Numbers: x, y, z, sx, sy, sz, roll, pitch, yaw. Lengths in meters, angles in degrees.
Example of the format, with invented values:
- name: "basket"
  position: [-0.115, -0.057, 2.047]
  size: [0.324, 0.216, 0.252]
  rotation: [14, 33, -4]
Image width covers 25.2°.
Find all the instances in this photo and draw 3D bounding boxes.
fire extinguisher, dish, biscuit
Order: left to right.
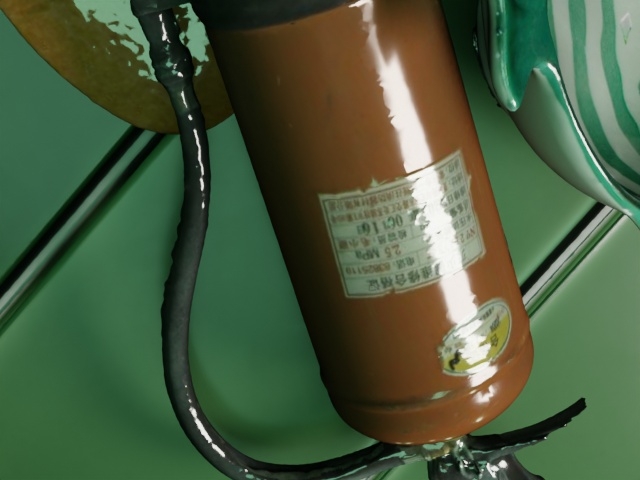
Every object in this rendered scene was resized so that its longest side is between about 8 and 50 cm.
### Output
- name: "biscuit"
  position: [-0.073, -0.160, 0.725]
  size: [0.192, 0.036, 0.186]
  rotation: [-41, 102, 4]
- name: "fire extinguisher"
  position: [0.005, -0.006, 0.730]
  size: [0.200, 0.113, 0.376]
  rotation: [-8, 117, 25]
- name: "dish"
  position: [0.128, -0.105, 0.703]
  size: [0.246, 0.078, 0.224]
  rotation: [-7, 94, -48]
